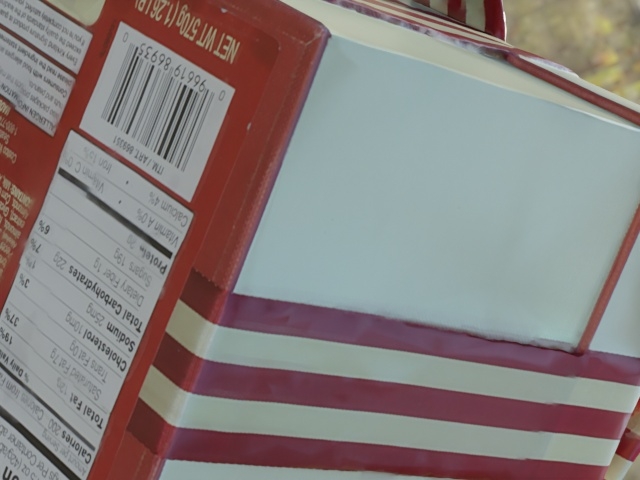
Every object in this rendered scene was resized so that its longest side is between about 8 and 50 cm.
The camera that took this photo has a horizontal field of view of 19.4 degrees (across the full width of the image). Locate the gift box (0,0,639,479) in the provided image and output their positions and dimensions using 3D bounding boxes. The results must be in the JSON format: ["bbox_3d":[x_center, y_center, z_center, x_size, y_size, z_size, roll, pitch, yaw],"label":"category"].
[{"bbox_3d":[0.000,0.000,0.709,0.258,0.276,0.255,13,19,-45],"label":"gift box"}]
